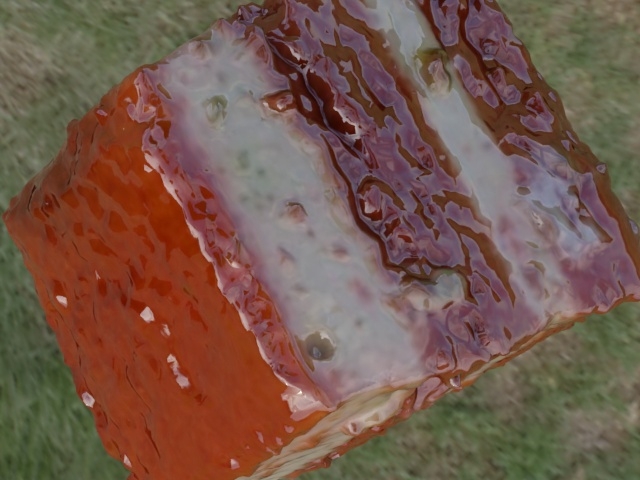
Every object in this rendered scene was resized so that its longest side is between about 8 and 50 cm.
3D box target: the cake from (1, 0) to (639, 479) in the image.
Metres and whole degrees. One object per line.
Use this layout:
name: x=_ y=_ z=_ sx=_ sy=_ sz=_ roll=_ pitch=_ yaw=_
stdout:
cake: x=0.000 y=0.000 z=1.063 sx=0.320 sy=0.270 sz=0.269 roll=-25 pitch=82 yaw=-34
